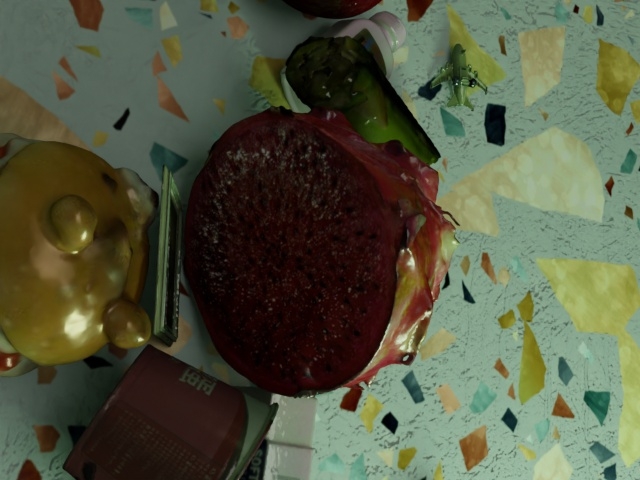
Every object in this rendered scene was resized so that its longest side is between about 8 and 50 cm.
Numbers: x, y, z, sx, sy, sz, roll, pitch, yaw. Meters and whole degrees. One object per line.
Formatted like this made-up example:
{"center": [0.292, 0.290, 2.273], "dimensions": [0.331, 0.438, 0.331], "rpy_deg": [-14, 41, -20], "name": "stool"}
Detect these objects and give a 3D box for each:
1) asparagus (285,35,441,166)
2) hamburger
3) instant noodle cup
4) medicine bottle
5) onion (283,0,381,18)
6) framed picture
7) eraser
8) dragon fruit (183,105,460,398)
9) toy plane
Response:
{"center": [0.080, -0.162, 1.642], "dimensions": [0.382, 0.108, 0.128], "rpy_deg": [42, 17, -54], "name": "asparagus"}
{"center": [-0.304, 0.012, 1.294], "dimensions": [0.276, 0.237, 0.276], "rpy_deg": [5, 84, -62], "name": "hamburger"}
{"center": [-0.183, 0.245, 1.392], "dimensions": [0.178, 0.235, 0.234], "rpy_deg": [35, 63, -2], "name": "instant noodle cup"}
{"center": [0.041, -0.258, 1.712], "dimensions": [0.219, 0.078, 0.115], "rpy_deg": [-45, 121, -31], "name": "medicine bottle"}
{"center": [0.025, -0.446, 1.619], "dimensions": [0.276, 0.276, 0.276], "rpy_deg": [5, 82, -36], "name": "onion"}
{"center": [-0.183, 0.027, 1.427], "dimensions": [0.014, 0.252, 0.197], "rpy_deg": [2, 82, -3], "name": "framed picture"}
{"center": [-0.079, 0.340, 1.529], "dimensions": [0.086, 0.130, 0.287], "rpy_deg": [15, 77, -31], "name": "eraser"}
{"center": [0.016, 0.009, 1.498], "dimensions": [0.249, 0.386, 0.370], "rpy_deg": [-11, 90, -49], "name": "dragon fruit"}
{"center": [0.225, -0.264, 1.877], "dimensions": [0.102, 0.040, 0.111], "rpy_deg": [3, 85, -26], "name": "toy plane"}
